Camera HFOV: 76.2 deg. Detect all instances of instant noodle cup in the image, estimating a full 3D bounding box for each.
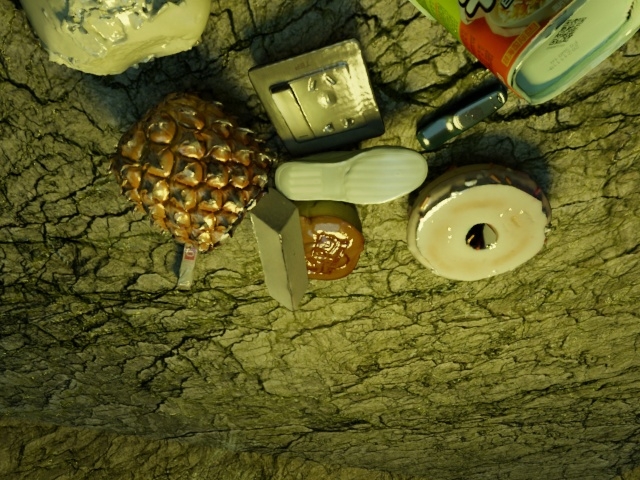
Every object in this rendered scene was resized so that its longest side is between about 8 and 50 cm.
[{"bbox_3d":[0.312,-0.402,0.640,0.294,0.308,0.294,-22,157,-10],"label":"instant noodle cup"}]

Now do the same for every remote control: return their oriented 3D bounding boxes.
[{"bbox_3d":[0.333,-0.292,0.972,0.222,0.042,0.072,-29,121,26],"label":"remote control"}]

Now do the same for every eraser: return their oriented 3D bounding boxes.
[{"bbox_3d":[-0.099,0.034,1.061,0.077,0.111,0.352,11,136,17],"label":"eraser"}]

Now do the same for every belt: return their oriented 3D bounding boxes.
[{"bbox_3d":[-0.437,0.083,1.343,0.053,0.071,0.232,11,132,-15],"label":"belt"}]

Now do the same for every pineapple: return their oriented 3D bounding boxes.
[{"bbox_3d":[-0.298,-0.162,0.951,0.300,0.352,0.352,41,123,-19],"label":"pineapple"}]

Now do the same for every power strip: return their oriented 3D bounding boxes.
[{"bbox_3d":[-0.001,-0.324,0.936,0.251,0.092,0.257,-13,142,14],"label":"power strip"}]

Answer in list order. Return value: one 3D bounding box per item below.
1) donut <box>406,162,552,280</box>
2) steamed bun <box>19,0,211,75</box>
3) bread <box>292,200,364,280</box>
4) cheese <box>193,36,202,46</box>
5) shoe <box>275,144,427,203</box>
[{"bbox_3d":[0.421,-0.049,1.114,0.382,0.142,0.383,2,132,2],"label":"donut"},{"bbox_3d":[-0.374,-0.469,0.693,0.334,0.233,0.312,-25,103,3],"label":"steamed bun"},{"bbox_3d":[0.000,0.000,1.185,0.270,0.148,0.270,4,135,4],"label":"bread"},{"bbox_3d":[-0.288,-0.461,0.879,0.044,0.030,0.083,10,140,24],"label":"cheese"},{"bbox_3d":[0.080,-0.167,1.011,0.363,0.160,0.132,-2,108,17],"label":"shoe"}]
